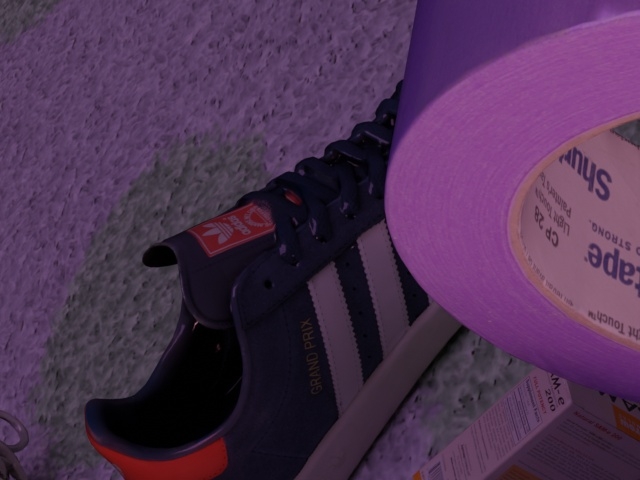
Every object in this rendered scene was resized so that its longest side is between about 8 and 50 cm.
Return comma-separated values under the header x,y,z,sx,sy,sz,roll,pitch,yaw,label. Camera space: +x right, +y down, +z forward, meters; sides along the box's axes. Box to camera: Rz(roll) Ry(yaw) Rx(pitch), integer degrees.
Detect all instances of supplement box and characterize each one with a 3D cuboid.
x,y,z,sx,sy,sz,roll,pitch,yaw,label
0.098,0.102,0.825,0.098,0.062,0.036,-44,32,25,supplement box

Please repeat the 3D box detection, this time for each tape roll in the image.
x,y,z,sx,sy,sz,roll,pitch,yaw,label
0.163,-0.032,0.624,0.275,0.275,0.090,-23,47,47,tape roll

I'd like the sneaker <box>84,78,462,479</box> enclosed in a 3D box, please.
x,y,z,sx,sy,sz,roll,pitch,yaw,label
0.000,0.000,0.974,0.350,0.148,0.131,-58,30,4,sneaker

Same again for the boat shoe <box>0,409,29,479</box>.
x,y,z,sx,sy,sz,roll,pitch,yaw,label
-0.259,0.176,1.243,0.367,0.136,0.156,-34,30,62,boat shoe
